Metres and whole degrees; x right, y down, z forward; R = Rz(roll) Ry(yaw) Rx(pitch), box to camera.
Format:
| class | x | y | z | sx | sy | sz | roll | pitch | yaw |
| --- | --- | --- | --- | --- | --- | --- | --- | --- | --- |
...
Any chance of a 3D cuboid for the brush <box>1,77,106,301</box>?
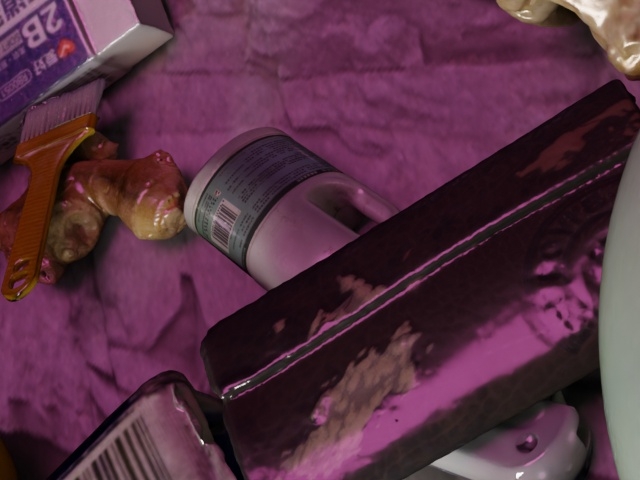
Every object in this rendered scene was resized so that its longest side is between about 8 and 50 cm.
| class | x | y | z | sx | sy | sz | roll | pitch | yaw |
| --- | --- | --- | --- | --- | --- | --- | --- | --- | --- |
| brush | -0.217 | -0.039 | 1.395 | 0.082 | 0.010 | 0.218 | -19 | 44 | 25 |

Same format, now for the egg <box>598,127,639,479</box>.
| class | x | y | z | sx | sy | sz | roll | pitch | yaw |
| --- | --- | --- | --- | --- | --- | --- | --- | --- | --- |
| egg | 0.264 | 0.023 | 0.795 | 0.276 | 0.276 | 0.389 | -6 | 58 | 41 |

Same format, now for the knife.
| class | x | y | z | sx | sy | sz | roll | pitch | yaw |
| --- | --- | --- | --- | --- | --- | --- | --- | --- | --- |
| knife | 0.061 | 0.101 | 1.116 | 0.265 | 0.040 | 0.073 | 13 | 63 | 46 |

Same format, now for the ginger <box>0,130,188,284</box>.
| class | x | y | z | sx | sy | sz | roll | pitch | yaw |
| --- | --- | --- | --- | --- | --- | --- | --- | --- | --- |
| ginger | -0.181 | -0.019 | 1.403 | 0.214 | 0.059 | 0.133 | 19 | 71 | 46 |

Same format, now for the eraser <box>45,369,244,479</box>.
| class | x | y | z | sx | sy | sz | roll | pitch | yaw |
| --- | --- | --- | --- | --- | --- | --- | --- | --- | --- |
| eraser | -0.160 | 0.248 | 1.183 | 0.332 | 0.101 | 0.155 | -46 | 44 | 13 |

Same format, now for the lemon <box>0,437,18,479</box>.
| class | x | y | z | sx | sy | sz | roll | pitch | yaw |
| --- | --- | --- | --- | --- | --- | --- | --- | --- | --- |
| lemon | -0.307 | 0.190 | 1.301 | 0.178 | 0.178 | 0.203 | -35 | 45 | 22 |

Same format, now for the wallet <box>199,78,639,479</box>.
| class | x | y | z | sx | sy | sz | roll | pitch | yaw |
| --- | --- | --- | --- | --- | --- | --- | --- | --- | --- |
| wallet | 0.080 | 0.038 | 1.071 | 0.321 | 0.044 | 0.170 | -30 | 53 | 7 |

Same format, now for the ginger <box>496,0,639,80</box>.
| class | x | y | z | sx | sy | sz | roll | pitch | yaw |
| --- | --- | --- | --- | --- | --- | --- | --- | --- | --- |
| ginger | 0.226 | -0.231 | 1.104 | 0.221 | 0.130 | 0.275 | 11 | 79 | 37 |

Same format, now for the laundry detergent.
| class | x | y | z | sx | sy | sz | roll | pitch | yaw |
| --- | --- | --- | --- | --- | --- | --- | --- | --- | --- |
| laundry detergent | 0.000 | 0.000 | 1.208 | 0.099 | 0.070 | 0.226 | -39 | 41 | -15 |

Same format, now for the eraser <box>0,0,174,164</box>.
| class | x | y | z | sx | sy | sz | roll | pitch | yaw |
| --- | --- | --- | --- | --- | --- | --- | --- | --- | --- |
| eraser | -0.235 | -0.171 | 1.514 | 0.210 | 0.068 | 0.124 | -33 | 67 | 23 |
